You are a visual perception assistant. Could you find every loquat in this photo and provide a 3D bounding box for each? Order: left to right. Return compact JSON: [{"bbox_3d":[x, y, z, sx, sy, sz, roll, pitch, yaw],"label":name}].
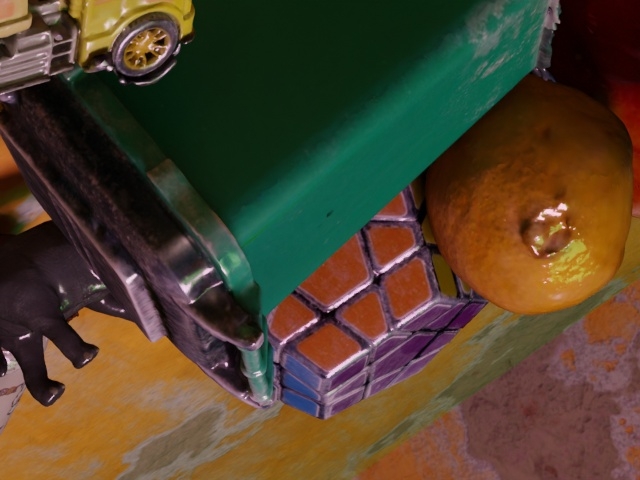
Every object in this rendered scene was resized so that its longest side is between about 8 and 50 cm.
[{"bbox_3d":[0.175,-0.039,1.396,0.234,0.176,0.187,-86,-164,-67],"label":"loquat"}]

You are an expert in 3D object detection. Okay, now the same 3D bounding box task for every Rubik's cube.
[{"bbox_3d":[0.001,0.000,1.524,0.264,0.319,0.319,-57,170,-21],"label":"Rubik's cube"}]

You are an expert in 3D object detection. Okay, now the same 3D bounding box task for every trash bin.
[{"bbox_3d":[-0.016,-0.102,1.227,0.381,0.295,0.259,-38,164,-10],"label":"trash bin"}]

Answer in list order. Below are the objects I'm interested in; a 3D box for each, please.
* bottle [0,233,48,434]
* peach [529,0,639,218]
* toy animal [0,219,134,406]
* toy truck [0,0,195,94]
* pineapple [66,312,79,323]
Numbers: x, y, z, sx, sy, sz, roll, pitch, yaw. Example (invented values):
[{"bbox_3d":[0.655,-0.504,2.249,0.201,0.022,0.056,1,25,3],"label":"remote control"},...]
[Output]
[{"bbox_3d":[-0.297,0.088,1.467,0.110,0.110,0.233,-18,152,-42],"label":"bottle"},{"bbox_3d":[0.348,-0.201,1.511,0.406,0.335,0.310,-37,167,15],"label":"peach"},{"bbox_3d":[-0.170,0.018,1.362,0.269,0.137,0.082,-44,172,-30],"label":"toy animal"},{"bbox_3d":[-0.200,-0.164,0.987,0.272,0.124,0.157,-20,147,-31],"label":"toy truck"},{"bbox_3d":[-0.259,0.055,1.527,0.114,0.077,0.114,-27,162,22],"label":"pineapple"}]
